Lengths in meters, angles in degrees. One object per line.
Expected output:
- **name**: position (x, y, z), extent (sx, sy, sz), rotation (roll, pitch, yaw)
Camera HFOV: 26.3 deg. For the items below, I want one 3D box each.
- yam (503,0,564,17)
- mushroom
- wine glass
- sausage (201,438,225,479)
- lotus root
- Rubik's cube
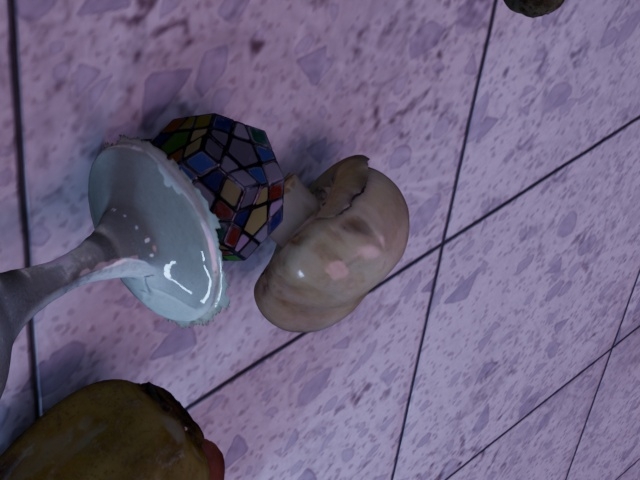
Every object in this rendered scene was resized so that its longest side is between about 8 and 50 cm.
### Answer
- **yam**: position (0.188, -0.304, 1.095), extent (0.061, 0.061, 0.274), rotation (-34, 145, -30)
- **mushroom**: position (0.000, 0.000, 1.110), extent (0.154, 0.122, 0.154), rotation (-50, -170, 12)
- **wine glass**: position (-0.210, 0.051, 0.829), extent (0.321, 0.143, 0.143), rotation (-27, 142, -38)
- **sausage**: position (-0.131, 0.256, 1.240), extent (0.077, 0.077, 0.194), rotation (-23, 139, -43)
- **lotus root**: position (-0.200, 0.225, 1.026), extent (0.278, 0.154, 0.154), rotation (-45, 151, -7)
- **Rubik's cube**: position (-0.078, -0.037, 0.967), extent (0.111, 0.111, 0.093), rotation (-18, 159, -46)
